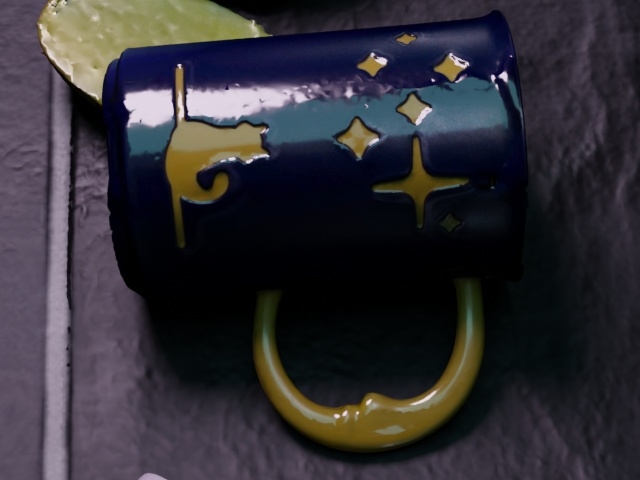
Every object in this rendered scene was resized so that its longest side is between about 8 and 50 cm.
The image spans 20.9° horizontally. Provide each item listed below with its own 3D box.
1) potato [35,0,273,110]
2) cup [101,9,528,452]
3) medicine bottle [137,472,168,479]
[{"bbox_3d":[-0.105,-0.120,1.230,0.198,0.054,0.119,12,57,2],"label":"potato"},{"bbox_3d":[-0.001,-0.016,1.090,0.256,0.178,0.255,-5,56,-1],"label":"cup"},{"bbox_3d":[-0.159,0.245,0.966,0.095,0.095,0.260,32,63,18],"label":"medicine bottle"}]
